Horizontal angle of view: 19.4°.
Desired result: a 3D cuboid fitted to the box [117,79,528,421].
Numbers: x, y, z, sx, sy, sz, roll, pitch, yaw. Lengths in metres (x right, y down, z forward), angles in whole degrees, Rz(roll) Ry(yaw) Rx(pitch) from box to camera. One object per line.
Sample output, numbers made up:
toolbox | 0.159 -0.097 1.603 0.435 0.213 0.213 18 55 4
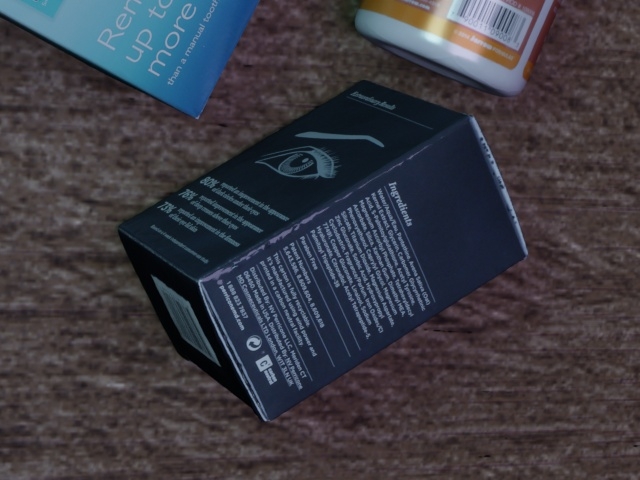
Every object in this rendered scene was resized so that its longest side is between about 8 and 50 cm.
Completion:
box | 0.000 0.000 1.193 0.207 0.153 0.108 -31 114 -15

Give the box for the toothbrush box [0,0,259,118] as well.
toothbrush box | -0.142 -0.226 1.025 0.295 0.126 0.216 28 90 -53

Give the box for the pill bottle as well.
pill bottle | 0.116 -0.211 1.213 0.121 0.121 0.216 22 92 -28
